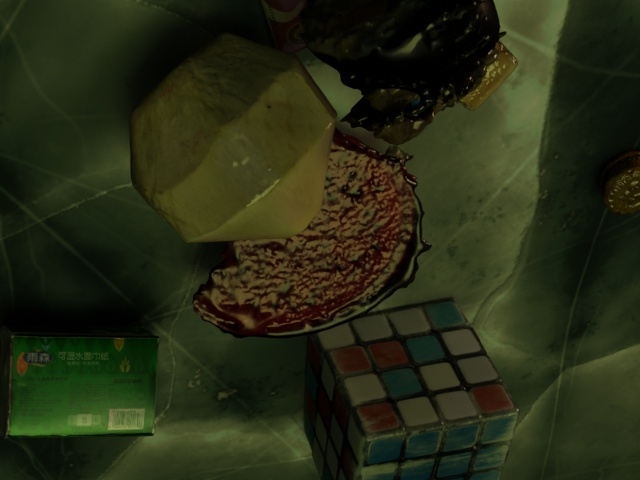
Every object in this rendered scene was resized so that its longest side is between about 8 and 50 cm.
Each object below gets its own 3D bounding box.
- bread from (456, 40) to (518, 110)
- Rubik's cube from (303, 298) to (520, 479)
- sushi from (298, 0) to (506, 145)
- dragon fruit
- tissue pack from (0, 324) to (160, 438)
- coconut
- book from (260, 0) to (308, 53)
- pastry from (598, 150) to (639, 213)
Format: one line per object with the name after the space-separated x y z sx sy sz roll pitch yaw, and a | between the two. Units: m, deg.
0.186 -0.238 1.676 0.125 0.082 0.106 36 100 -31 | bread
0.128 0.279 1.997 0.259 0.253 0.256 -7 132 -15 | Rubik's cube
0.110 -0.228 1.509 0.238 0.225 0.218 -26 132 -2 | sushi
0.000 0.000 1.773 0.282 0.100 0.343 27 108 -20 | dragon fruit
-0.348 0.194 1.807 0.209 0.156 0.148 2 93 -23 | tissue pack
-0.099 -0.109 1.538 0.259 0.259 0.259 -12 134 -13 | coconut
0.035 -0.330 1.565 0.232 0.022 0.162 -22 135 -3 | book
0.473 -0.089 1.951 0.109 0.057 0.097 14 128 -30 | pastry
